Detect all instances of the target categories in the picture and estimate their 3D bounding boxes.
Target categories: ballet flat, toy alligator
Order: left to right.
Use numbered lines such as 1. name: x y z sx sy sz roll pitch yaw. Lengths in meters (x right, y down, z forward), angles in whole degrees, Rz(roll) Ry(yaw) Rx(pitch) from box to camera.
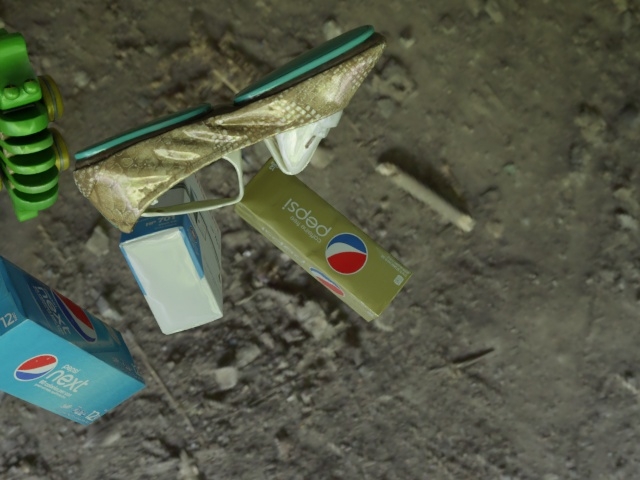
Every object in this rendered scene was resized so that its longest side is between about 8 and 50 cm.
1. toy alligator: -0.179 -0.079 0.541 0.056 0.189 0.051 -23 46 -30
2. ballet flat: -0.047 -0.062 0.564 0.073 0.206 0.067 -88 154 -73

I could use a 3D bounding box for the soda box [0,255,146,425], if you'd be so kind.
1. soda box: -0.232 0.091 0.784 0.067 0.071 0.210 57 0 27

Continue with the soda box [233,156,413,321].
1. soda box: 0.000 0.000 0.915 0.181 0.061 0.058 39 78 1

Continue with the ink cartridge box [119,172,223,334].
1. ink cartridge box: -0.179 -0.002 1.133 0.190 0.082 0.139 -98 171 -56
